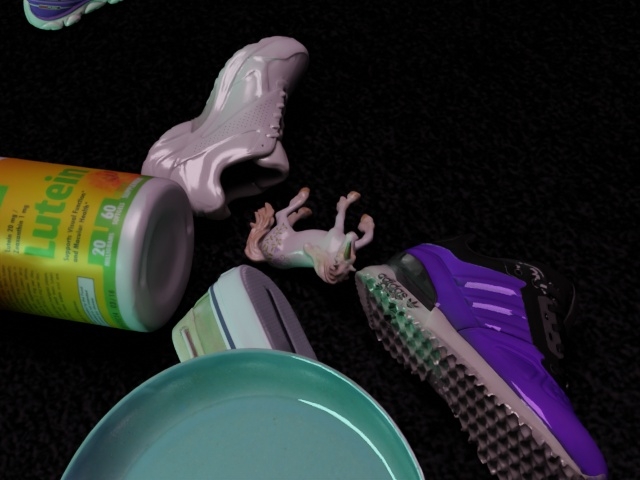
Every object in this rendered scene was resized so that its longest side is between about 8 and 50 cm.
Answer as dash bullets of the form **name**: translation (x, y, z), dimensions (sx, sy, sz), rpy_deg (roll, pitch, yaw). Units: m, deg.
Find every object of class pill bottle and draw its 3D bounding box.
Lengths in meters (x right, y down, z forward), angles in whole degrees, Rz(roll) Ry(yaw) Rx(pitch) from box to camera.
- **pill bottle**: translation (-0.249, -0.002, 1.299), dimensions (0.246, 0.136, 0.136), rpy_deg (8, 48, 16)

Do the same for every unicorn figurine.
- **unicorn figurine**: translation (0.000, 0.000, 1.309), dimensions (0.162, 0.060, 0.111), rpy_deg (-13, 34, 39)

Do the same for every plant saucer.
- **plant saucer**: translation (-0.059, 0.234, 1.023), dimensions (0.317, 0.044, 0.317), rpy_deg (-9, 68, 24)

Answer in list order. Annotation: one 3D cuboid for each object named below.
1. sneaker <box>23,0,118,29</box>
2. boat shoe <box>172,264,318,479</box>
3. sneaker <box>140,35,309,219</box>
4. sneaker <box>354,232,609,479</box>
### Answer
- **sneaker**: translation (-0.260, -0.300, 1.639), dimensions (0.170, 0.071, 0.068), rpy_deg (-37, 52, -26)
- **boat shoe**: translation (-0.037, 0.155, 1.155), dimensions (0.094, 0.109, 0.302), rpy_deg (-40, 45, 19)
- **sneaker**: translation (-0.065, -0.100, 1.414), dimensions (0.115, 0.090, 0.232), rpy_deg (26, 64, 22)
- **sneaker**: translation (0.160, 0.085, 1.173), dimensions (0.146, 0.102, 0.293), rpy_deg (-27, 48, -17)
